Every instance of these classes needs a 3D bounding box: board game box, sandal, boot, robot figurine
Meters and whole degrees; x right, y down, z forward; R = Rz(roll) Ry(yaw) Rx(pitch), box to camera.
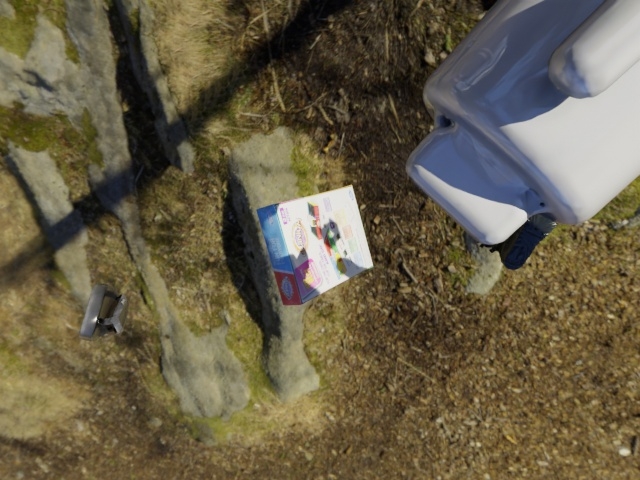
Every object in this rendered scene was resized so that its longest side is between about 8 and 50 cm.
[{"bbox_3d":[0.000,0.000,1.097,0.064,0.317,0.242,-11,96,41],"label":"board game box"},{"bbox_3d":[-0.378,0.133,0.785,0.055,0.254,0.097,11,79,-11],"label":"sandal"},{"bbox_3d":[0.277,-0.026,0.611,0.045,0.099,0.121,17,117,-14],"label":"boot"},{"bbox_3d":[0.239,-0.156,0.388,0.200,0.300,0.353,44,103,4],"label":"robot figurine"}]
